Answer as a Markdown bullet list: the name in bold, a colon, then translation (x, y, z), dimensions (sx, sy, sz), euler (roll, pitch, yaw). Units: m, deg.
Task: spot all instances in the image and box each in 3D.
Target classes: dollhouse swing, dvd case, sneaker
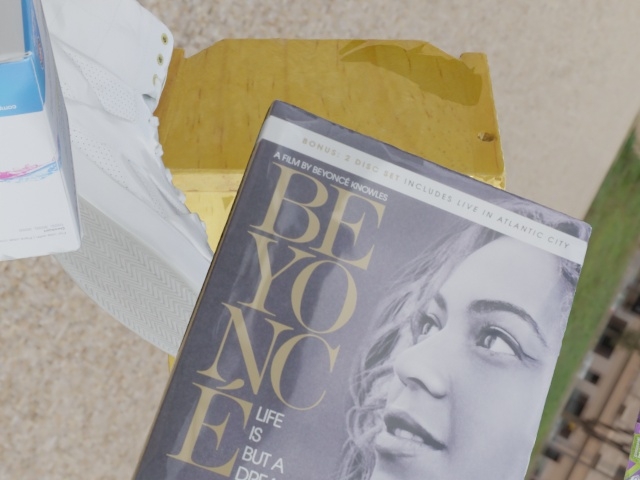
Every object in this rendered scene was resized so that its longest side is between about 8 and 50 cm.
- **dollhouse swing**: translation (0.000, 0.000, 1.172), dimensions (0.315, 0.347, 0.305), euler (-87, 176, -51)
- **dvd case**: translation (0.019, 0.064, 0.500), dimensions (0.018, 0.165, 0.221), euler (133, -23, -71)
- **sneaker**: translation (-0.120, -0.058, 0.757), dimensions (0.292, 0.108, 0.169), euler (50, 47, -27)

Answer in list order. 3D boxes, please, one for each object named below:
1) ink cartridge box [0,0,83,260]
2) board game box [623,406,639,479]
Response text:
- **ink cartridge box**: translation (-0.138, -0.061, 0.481), dimensions (0.122, 0.052, 0.088), euler (90, -12, -53)
- **board game box**: translation (0.471, 0.379, 1.410), dimensions (0.056, 0.208, 0.346), euler (-55, 152, -56)
